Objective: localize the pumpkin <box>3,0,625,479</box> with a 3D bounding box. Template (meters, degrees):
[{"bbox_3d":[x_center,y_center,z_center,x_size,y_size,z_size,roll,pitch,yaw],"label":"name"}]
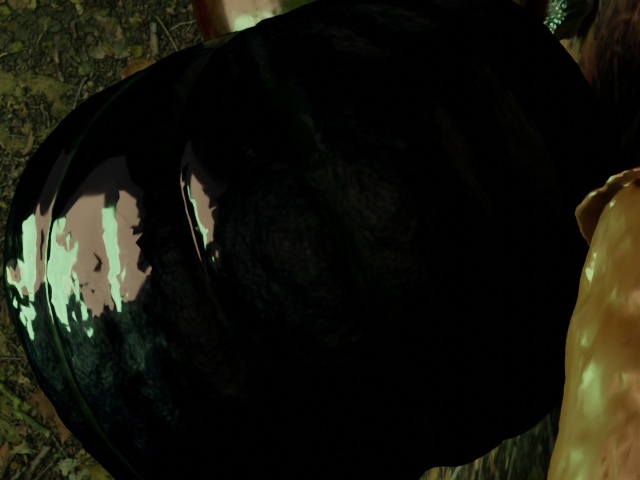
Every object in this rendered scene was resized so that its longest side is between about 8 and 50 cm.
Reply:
[{"bbox_3d":[0.000,0.000,0.758,0.363,0.363,0.266,-126,11,-79],"label":"pumpkin"}]

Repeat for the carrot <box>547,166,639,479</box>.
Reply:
[{"bbox_3d":[0.119,0.102,0.346,0.196,0.196,0.254,122,155,-73],"label":"carrot"}]

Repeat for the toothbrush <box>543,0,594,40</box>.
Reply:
[{"bbox_3d":[0.190,-0.219,0.765,0.304,0.030,0.030,111,165,-54],"label":"toothbrush"}]

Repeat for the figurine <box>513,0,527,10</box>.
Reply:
[{"bbox_3d":[0.106,-0.237,1.023,0.200,0.133,0.276,7,85,53],"label":"figurine"}]

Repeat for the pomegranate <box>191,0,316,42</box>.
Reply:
[{"bbox_3d":[0.041,-0.222,1.245,0.291,0.323,0.290,-41,27,26],"label":"pomegranate"}]
